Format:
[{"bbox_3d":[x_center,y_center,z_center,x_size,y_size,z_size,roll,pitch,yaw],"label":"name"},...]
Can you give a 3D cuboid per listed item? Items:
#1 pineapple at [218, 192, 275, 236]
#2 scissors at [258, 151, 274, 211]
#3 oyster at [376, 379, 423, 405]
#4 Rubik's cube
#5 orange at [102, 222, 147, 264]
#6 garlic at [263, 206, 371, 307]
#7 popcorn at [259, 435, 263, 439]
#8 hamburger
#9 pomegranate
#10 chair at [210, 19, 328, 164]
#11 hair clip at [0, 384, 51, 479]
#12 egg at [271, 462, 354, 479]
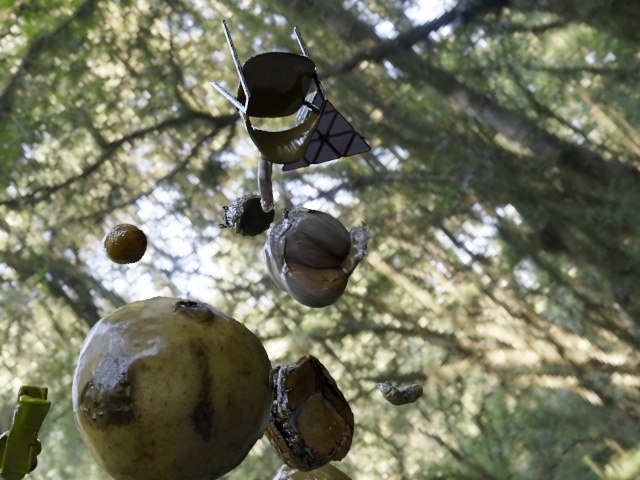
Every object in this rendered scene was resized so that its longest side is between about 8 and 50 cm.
[{"bbox_3d":[-0.180,-0.056,2.458,0.108,0.108,0.197,-35,11,-22],"label":"pineapple"},{"bbox_3d":[-0.106,-0.114,2.116,0.024,0.160,0.317,-1,-16,1],"label":"scissors"},{"bbox_3d":[0.171,0.315,2.255,0.083,0.081,0.038,-28,-38,-16],"label":"oyster"},{"bbox_3d":[-0.037,-0.233,2.311,0.178,0.211,0.190,-50,-26,-8],"label":"Rubik's cube"},{"bbox_3d":[-0.355,0.008,1.911,0.085,0.085,0.085,-38,-15,-12],"label":"orange"},{"bbox_3d":[0.000,0.000,1.936,0.207,0.207,0.257,-35,-26,-23],"label":"garlic"},{"bbox_3d":[-0.135,0.387,2.258,0.083,0.082,0.057,-13,14,3],"label":"popcorn"},{"bbox_3d":[-0.031,0.333,2.007,0.106,0.231,0.231,-24,-7,26],"label":"hamburger"},{"bbox_3d":[-0.207,0.204,1.436,0.281,0.281,0.281,-38,-15,-12],"label":"pomegranate"},{"bbox_3d":[-0.090,-0.280,1.973,0.158,0.247,0.172,-2,-53,-27],"label":"chair"},{"bbox_3d":[-0.465,0.303,1.637,0.072,0.046,0.173,9,-63,-21],"label":"hair clip"},{"bbox_3d":[0.002,0.639,2.343,0.250,0.322,0.250,-28,-9,-5],"label":"egg"}]
